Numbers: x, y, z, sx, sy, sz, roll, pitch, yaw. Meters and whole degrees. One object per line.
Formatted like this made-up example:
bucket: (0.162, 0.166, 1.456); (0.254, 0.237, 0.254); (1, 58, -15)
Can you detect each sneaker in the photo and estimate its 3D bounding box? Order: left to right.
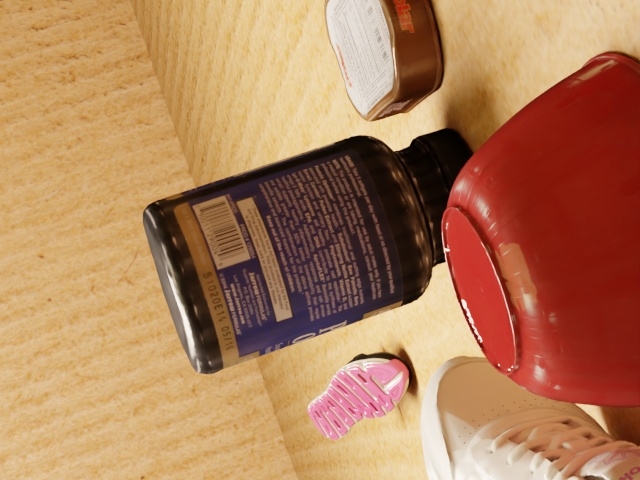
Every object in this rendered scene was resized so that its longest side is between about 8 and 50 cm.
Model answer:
sneaker: (0.048, 0.140, 1.449); (0.063, 0.075, 0.170); (46, 146, 1)
sneaker: (0.156, 0.140, 0.789); (0.305, 0.114, 0.152); (49, 149, 46)

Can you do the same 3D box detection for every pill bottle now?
pill bottle: (0.000, 0.000, 0.993); (0.123, 0.219, 0.123); (162, 90, -80)

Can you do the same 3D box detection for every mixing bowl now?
mixing bowl: (0.120, 0.009, 0.715); (0.181, 0.098, 0.181); (162, 90, -81)

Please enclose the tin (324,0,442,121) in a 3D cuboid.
tin: (0.041, -0.145, 1.046); (0.189, 0.040, 0.106); (148, 107, -80)
